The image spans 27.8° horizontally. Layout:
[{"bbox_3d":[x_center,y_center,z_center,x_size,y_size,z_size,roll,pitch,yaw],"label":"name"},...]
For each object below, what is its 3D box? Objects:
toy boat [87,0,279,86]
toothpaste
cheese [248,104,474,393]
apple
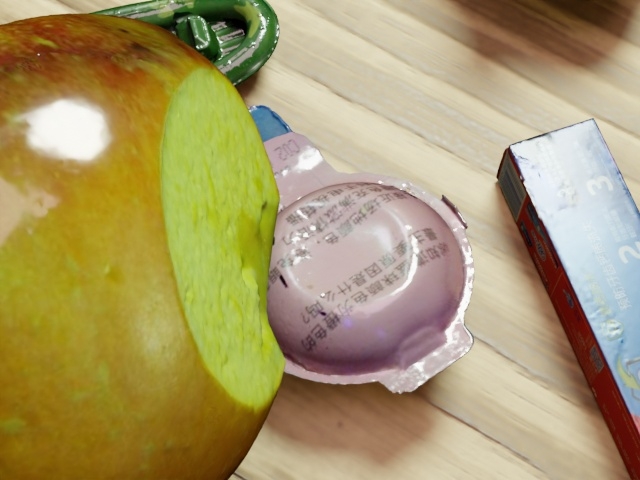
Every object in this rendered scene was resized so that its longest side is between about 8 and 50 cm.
[{"bbox_3d":[-0.135,-0.150,1.040,0.210,0.052,0.104,-14,65,-5],"label":"toy boat"},{"bbox_3d":[0.225,0.066,0.946,0.076,0.066,0.320,-17,69,-8],"label":"toothpaste"},{"bbox_3d":[0.000,0.000,0.967,0.189,0.074,0.286,-35,59,-16],"label":"cheese"},{"bbox_3d":[-0.185,0.042,0.823,0.384,0.374,0.374,-16,64,-43],"label":"apple"}]
